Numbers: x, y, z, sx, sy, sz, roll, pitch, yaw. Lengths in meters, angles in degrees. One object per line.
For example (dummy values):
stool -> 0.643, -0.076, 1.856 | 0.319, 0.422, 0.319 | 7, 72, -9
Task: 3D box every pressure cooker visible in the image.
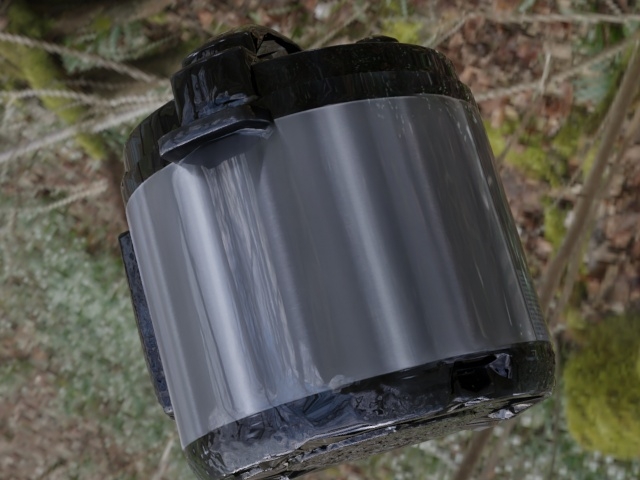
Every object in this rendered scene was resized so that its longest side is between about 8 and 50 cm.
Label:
pressure cooker -> 0.006, -0.002, 1.203 | 0.376, 0.420, 0.370 | -10, 166, -22
